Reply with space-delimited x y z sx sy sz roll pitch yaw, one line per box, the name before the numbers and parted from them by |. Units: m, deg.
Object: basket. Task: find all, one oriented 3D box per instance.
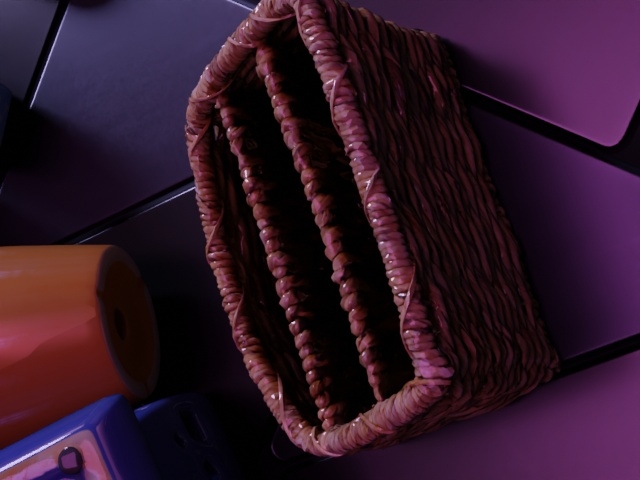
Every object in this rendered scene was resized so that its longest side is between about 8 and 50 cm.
basket | 0.000 0.000 1.000 0.213 0.223 0.299 -24 77 26

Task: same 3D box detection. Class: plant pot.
plant pot | -0.169 0.253 1.055 0.236 0.212 0.236 -27 74 7
plant pot | -0.241 0.085 1.158 0.188 0.205 0.205 -13 81 12

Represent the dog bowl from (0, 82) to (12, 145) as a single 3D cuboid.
dog bowl | -0.407 -0.155 1.251 0.297 0.166 0.074 23 87 11
